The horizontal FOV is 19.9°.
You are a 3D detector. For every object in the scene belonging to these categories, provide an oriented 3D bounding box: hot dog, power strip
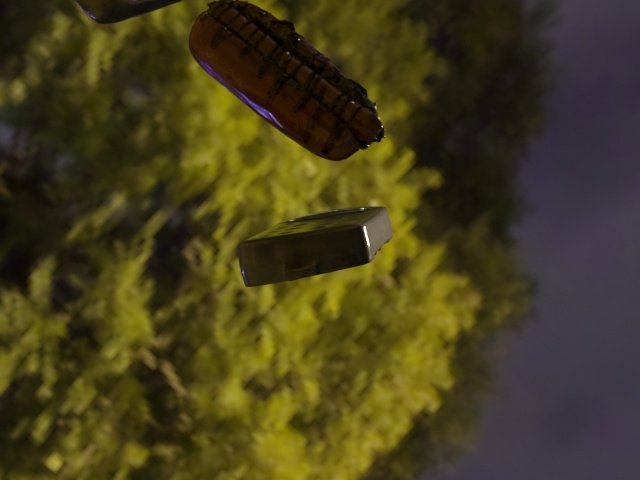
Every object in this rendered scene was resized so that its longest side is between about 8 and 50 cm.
[{"bbox_3d":[-0.016,-0.079,0.861,0.122,0.037,0.049,37,-131,26],"label":"hot dog"},{"bbox_3d":[0.000,0.000,1.167,0.080,0.029,0.227,-11,-177,7],"label":"power strip"}]

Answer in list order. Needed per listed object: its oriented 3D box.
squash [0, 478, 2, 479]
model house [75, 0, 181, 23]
[{"bbox_3d":[-0.307,0.207,0.788,0.309,0.310,0.310,-58,-146,0],"label":"squash"},{"bbox_3d":[-0.083,-0.306,1.296,0.321,0.261,0.266,-27,-165,-37],"label":"model house"}]
